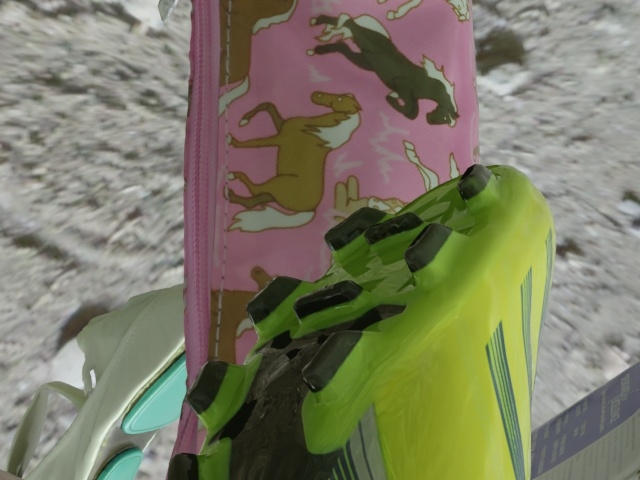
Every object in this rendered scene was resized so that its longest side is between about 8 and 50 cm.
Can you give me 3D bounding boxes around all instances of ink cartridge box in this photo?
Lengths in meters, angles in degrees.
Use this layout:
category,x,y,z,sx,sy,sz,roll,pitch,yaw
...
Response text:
category,x,y,z,sx,sy,sz,roll,pitch,yaw
ink cartridge box,0.194,0.200,1.403,0.307,0.303,0.072,-34,93,15

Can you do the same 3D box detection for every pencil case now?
category,x,y,z,sx,sy,sz,roll,pitch,yaw
pencil case,0.000,0.000,0.915,0.167,0.160,0.386,-4,69,7

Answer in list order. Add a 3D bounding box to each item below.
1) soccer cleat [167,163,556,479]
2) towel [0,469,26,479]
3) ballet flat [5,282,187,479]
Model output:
category,x,y,z,sx,sy,sz,roll,pitch,yaw
soccer cleat,0.019,0.093,0.477,0.093,0.289,0.121,-29,116,37
towel,-0.241,0.289,1.129,0.317,0.053,0.331,22,113,5
ballet flat,-0.197,0.151,1.667,0.139,0.139,0.400,34,107,-3
